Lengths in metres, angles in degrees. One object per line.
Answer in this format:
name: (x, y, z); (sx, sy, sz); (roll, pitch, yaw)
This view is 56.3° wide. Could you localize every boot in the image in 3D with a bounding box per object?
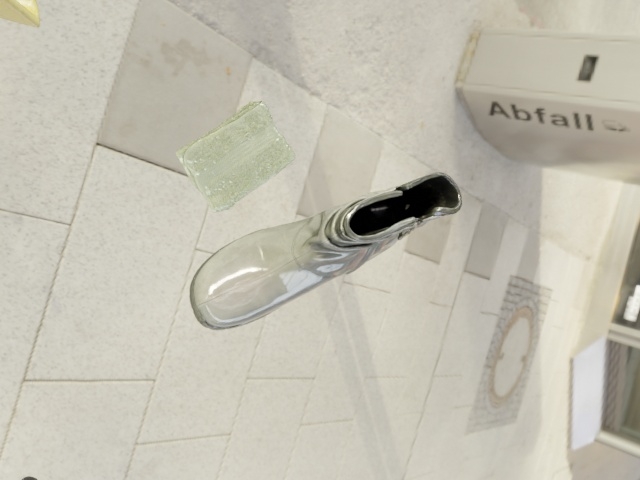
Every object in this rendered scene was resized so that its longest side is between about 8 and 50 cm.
boot: (0.000, 0.000, 0.556); (0.246, 0.161, 0.083); (-24, 86, -23)

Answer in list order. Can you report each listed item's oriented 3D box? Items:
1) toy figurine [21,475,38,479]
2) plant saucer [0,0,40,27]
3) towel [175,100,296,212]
toy figurine: (-0.629, 0.476, 1.044); (0.209, 0.213, 0.148); (43, 94, -11)
plant saucer: (-0.301, -0.311, 0.316); (0.081, 0.333, 0.333); (-18, 93, -3)
towel: (-0.115, -0.117, 0.838); (0.148, 0.027, 0.110); (-36, 111, -12)
